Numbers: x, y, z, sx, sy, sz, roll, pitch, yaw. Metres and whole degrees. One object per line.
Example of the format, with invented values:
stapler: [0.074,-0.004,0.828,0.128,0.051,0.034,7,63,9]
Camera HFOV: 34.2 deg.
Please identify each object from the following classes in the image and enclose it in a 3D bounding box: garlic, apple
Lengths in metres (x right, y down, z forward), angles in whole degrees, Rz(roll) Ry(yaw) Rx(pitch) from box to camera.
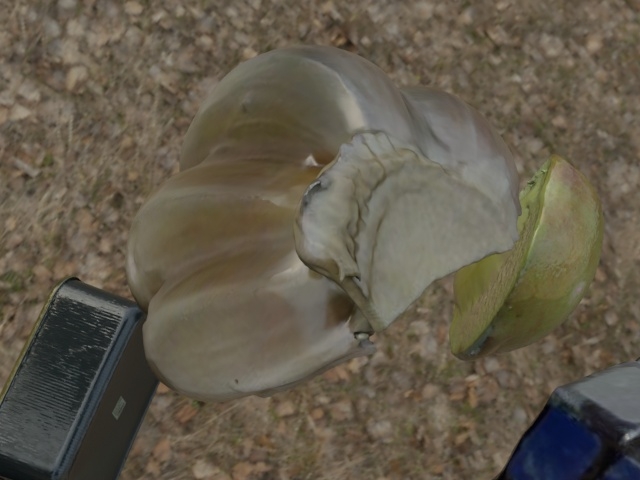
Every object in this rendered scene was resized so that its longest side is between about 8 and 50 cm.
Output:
garlic: [0.000,0.000,0.648,0.210,0.292,0.237,27,74,-25]
apple: [0.217,0.049,1.108,0.120,0.265,0.193,25,60,-1]

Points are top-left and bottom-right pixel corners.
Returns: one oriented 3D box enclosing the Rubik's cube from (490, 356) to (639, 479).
Rubik's cube: [0.190,0.189,0.418,0.264,0.319,0.319,21,56,-25]

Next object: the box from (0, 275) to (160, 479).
box: [-0.227,0.151,1.002,0.090,0.144,0.201,16,70,16]
